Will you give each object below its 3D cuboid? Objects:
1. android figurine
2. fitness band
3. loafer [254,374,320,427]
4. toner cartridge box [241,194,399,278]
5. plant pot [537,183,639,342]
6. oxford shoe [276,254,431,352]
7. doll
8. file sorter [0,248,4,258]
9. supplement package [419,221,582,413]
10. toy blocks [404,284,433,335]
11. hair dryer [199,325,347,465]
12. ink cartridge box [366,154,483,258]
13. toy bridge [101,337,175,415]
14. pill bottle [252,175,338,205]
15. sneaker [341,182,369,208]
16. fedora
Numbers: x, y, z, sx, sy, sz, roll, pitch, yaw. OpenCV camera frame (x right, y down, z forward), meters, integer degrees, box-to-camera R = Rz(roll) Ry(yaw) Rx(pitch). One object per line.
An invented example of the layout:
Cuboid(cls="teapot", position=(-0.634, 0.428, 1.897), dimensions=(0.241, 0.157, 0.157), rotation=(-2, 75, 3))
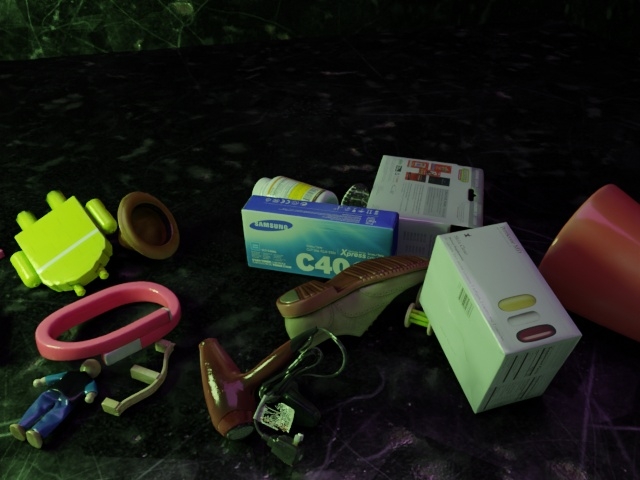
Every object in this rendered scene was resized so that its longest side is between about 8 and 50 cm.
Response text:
Cuboid(cls="android figurine", position=(-0.596, 0.009, 1.433), dimensions=(0.248, 0.056, 0.273), rotation=(-39, 68, -12))
Cuboid(cls="fitness band", position=(-0.425, 0.163, 1.247), dimensions=(0.209, 0.054, 0.291), rotation=(18, 30, 37))
Cuboid(cls="loafer", position=(-0.061, 0.274, 1.103), dimensions=(0.170, 0.062, 0.061), rotation=(26, 38, 32))
Cuboid(cls="toner cartridge box", position=(0.000, 0.000, 1.409), dimensions=(0.348, 0.165, 0.075), rotation=(7, 35, 14))
Cuboid(cls="plant pot", position=(0.610, 0.063, 1.229), dimensions=(0.275, 0.275, 0.243), rotation=(-28, 53, -33))
Cuboid(cls="oxford shoe", position=(0.084, 0.123, 1.270), dimensions=(0.348, 0.130, 0.123), rotation=(-18, 13, -15))
Cuboid(cls="doll", position=(-0.472, 0.282, 1.116), dimensions=(0.129, 0.046, 0.189), rotation=(14, 38, 20))
Cuboid(cls="file sorter", position=(-0.959, -0.033, 1.474), dimensions=(0.291, 0.182, 0.202), rotation=(22, 41, 30))
Cuboid(cls="supplement package", position=(0.309, 0.136, 1.113), dimensions=(0.145, 0.204, 0.262), rotation=(-11, 50, -14))
Cuboid(cls="toy blocks", position=(0.263, 0.155, 1.269), dimensions=(0.148, 0.054, 0.123), rotation=(15, 37, 22))
Cuboid(cls="hair dryer", position=(-0.103, 0.241, 1.064), dimensions=(0.293, 0.080, 0.223), rotation=(13, 68, 30))
Cuboid(cls="ink cartridge box", position=(0.264, -0.077, 1.541), dimensions=(0.272, 0.130, 0.309), rotation=(8, 36, 11))
Cuboid(cls="toy bridge", position=(-0.330, 0.257, 1.165), dimensions=(0.063, 0.026, 0.188), rotation=(14, 37, 17))
Cuboid(cls="pill bottle", position=(-0.069, -0.097, 1.594), dimensions=(0.215, 0.117, 0.117), rotation=(20, 40, 29))
Cuboid(cls="sneaker", position=(0.067, -0.070, 1.525), dimensions=(0.063, 0.162, 0.073), rotation=(20, 13, -14))
Cuboid(cls="fedora", position=(-0.435, -0.025, 1.502), dimensions=(0.079, 0.194, 0.194), rotation=(-29, 25, 26))
